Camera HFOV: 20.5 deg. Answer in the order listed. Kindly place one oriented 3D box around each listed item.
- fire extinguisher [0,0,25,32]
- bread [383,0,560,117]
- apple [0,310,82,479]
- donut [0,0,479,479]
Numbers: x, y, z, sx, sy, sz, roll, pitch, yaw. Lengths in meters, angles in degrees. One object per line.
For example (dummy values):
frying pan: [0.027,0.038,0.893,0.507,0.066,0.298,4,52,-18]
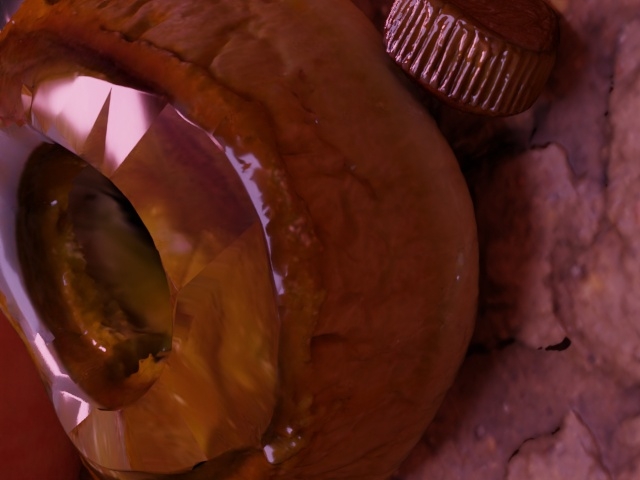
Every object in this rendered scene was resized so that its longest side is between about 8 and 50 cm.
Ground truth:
fire extinguisher: [-0.127,-0.163,1.060,0.294,0.093,0.118,-46,32,45]
bread: [0.067,-0.090,0.813,0.085,0.085,0.053,52,129,35]
apple: [-0.362,0.096,1.189,0.391,0.347,0.391,2,93,53]
donut: [-0.071,0.003,0.914,0.330,0.160,0.330,34,136,42]
